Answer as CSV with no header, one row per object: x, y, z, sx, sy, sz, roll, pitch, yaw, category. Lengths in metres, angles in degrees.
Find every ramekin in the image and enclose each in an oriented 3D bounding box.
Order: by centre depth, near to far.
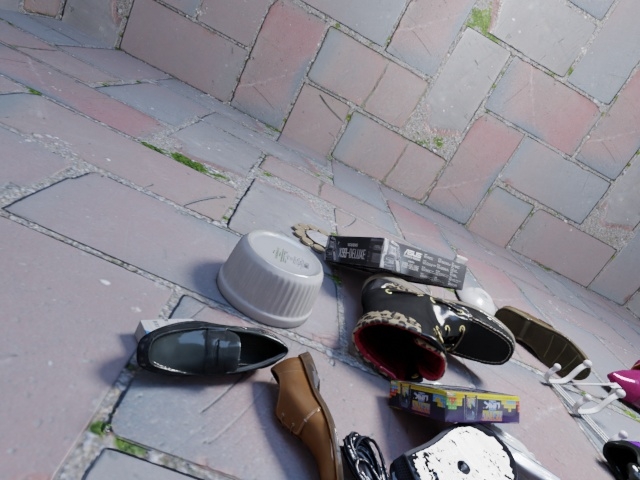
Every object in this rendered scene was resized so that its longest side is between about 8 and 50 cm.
-0.092,0.067,0.893,0.207,0.109,0.207,25,19,-9,ramekin

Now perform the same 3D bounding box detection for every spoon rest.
0.522,0.173,1.555,0.137,0.084,0.276,20,34,-21,spoon rest

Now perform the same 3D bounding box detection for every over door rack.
0.788,0.441,1.171,0.324,0.108,0.239,20,22,-25,over door rack

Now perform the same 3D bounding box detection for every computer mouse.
0.166,0.343,0.630,0.272,0.072,0.188,-1,35,-33,computer mouse

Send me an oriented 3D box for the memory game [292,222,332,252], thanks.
0.000,0.000,1.337,0.186,0.012,0.186,25,20,-10,memory game

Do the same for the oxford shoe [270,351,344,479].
-0.021,0.253,0.614,0.076,0.076,0.212,-11,36,-15,oxford shoe

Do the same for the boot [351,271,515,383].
0.245,0.210,0.952,0.377,0.138,0.284,27,18,7,boot

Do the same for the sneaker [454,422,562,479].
0.335,0.380,0.717,0.258,0.094,0.091,40,23,28,sneaker

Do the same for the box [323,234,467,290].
0.200,0.060,1.206,0.307,0.077,0.242,16,-7,-31,box

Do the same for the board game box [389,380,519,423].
0.228,0.279,0.766,0.170,0.048,0.141,13,-14,-26,board game box

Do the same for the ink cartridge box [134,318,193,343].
-0.220,0.140,0.649,0.083,0.028,0.048,8,28,-45,ink cartridge box

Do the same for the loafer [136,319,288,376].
-0.143,0.152,0.630,0.078,0.076,0.223,-9,-15,44,loafer

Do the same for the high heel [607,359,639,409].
1.065,0.442,1.505,0.181,0.127,0.377,46,27,16,high heel

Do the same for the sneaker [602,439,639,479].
0.665,0.509,0.862,0.146,0.102,0.293,20,16,-11,sneaker

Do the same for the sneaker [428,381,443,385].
0.242,0.305,0.870,0.083,0.032,0.037,22,20,-17,sneaker

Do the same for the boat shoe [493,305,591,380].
0.702,0.304,1.390,0.307,0.111,0.104,42,24,32,boat shoe
